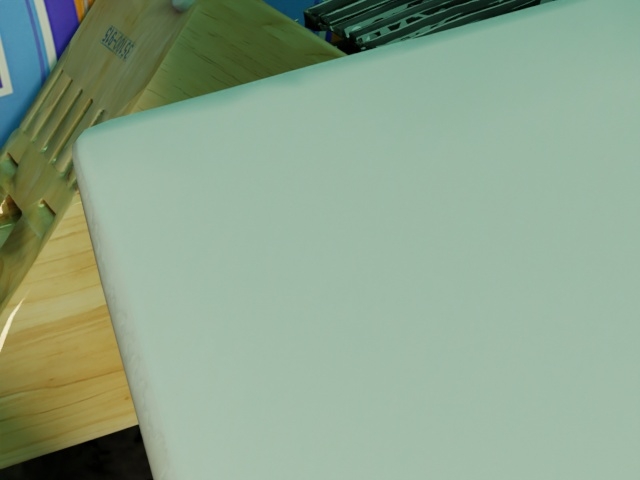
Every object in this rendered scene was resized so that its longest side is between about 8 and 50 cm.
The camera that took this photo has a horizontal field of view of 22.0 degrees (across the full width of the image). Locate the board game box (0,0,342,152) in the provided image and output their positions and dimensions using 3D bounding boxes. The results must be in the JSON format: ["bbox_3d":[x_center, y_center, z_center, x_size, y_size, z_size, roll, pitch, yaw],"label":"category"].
[{"bbox_3d":[-0.166,-0.235,0.731,0.356,0.357,0.356,-15,34,-21],"label":"board game box"}]

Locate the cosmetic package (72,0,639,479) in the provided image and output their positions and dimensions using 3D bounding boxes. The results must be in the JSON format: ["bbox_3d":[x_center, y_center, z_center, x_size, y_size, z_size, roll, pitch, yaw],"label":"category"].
[{"bbox_3d":[0.136,0.153,0.544,0.327,0.394,0.329,-16,59,-8],"label":"cosmetic package"}]

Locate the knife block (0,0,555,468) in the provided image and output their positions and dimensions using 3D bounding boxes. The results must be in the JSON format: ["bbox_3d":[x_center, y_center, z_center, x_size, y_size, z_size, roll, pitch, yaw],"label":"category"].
[{"bbox_3d":[0.000,0.000,0.654,0.242,0.276,0.088,31,5,-31],"label":"knife block"}]
